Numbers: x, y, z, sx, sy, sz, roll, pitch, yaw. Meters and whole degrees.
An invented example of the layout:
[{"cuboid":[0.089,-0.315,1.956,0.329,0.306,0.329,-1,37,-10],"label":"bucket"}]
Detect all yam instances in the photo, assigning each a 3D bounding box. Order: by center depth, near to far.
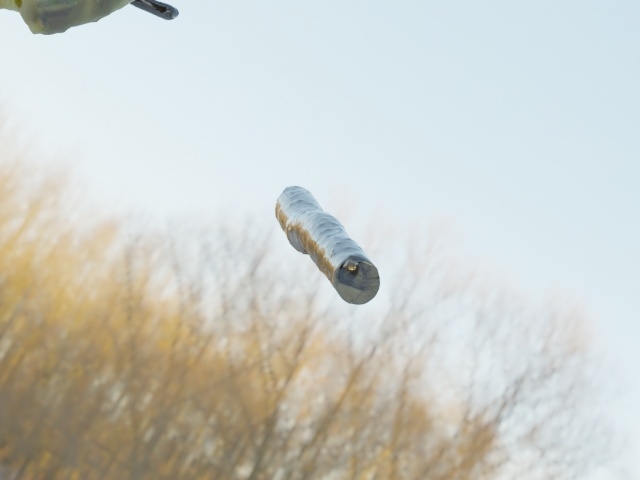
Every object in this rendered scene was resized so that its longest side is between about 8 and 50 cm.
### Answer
[{"cuboid":[0.000,0.000,1.273,0.045,0.045,0.327,46,1,-14],"label":"yam"}]

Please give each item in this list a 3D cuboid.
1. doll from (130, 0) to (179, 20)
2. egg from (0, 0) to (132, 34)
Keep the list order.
[{"cuboid":[-0.173,-0.225,1.143,0.165,0.139,0.057,7,-45,-6],"label":"doll"},{"cuboid":[-0.154,-0.249,0.770,0.286,0.264,0.174,58,-8,-6],"label":"egg"}]
